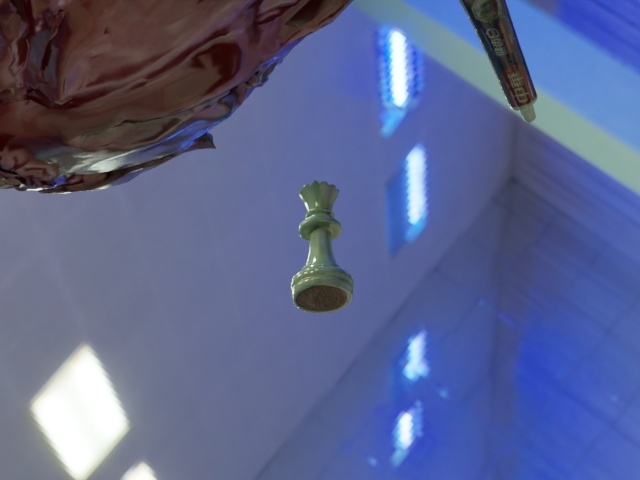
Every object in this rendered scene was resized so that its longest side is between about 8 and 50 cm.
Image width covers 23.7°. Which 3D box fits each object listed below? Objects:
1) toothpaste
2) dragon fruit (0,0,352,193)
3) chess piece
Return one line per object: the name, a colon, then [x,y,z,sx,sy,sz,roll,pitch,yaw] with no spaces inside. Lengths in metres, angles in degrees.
toothpaste: [0.141,-0.150,1.191,0.037,0.021,0.140,-25,-62,4]
dragon fruit: [-0.128,-0.170,0.625,0.329,0.329,0.329,-44,-23,-24]
chess piece: [0.000,0.000,1.019,0.042,0.042,0.093,91,177,-57]
